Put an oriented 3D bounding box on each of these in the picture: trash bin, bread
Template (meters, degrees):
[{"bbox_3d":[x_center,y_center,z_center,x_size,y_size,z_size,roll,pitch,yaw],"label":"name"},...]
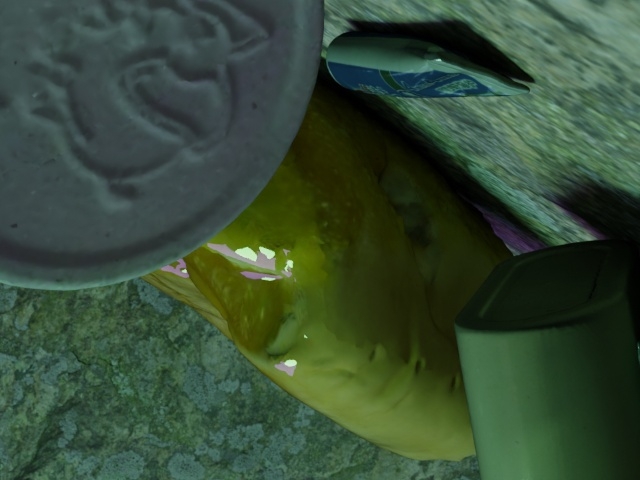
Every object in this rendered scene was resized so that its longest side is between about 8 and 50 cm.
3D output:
[{"bbox_3d":[0.169,0.141,0.706,0.121,0.247,0.243,-10,-171,21],"label":"trash bin"},{"bbox_3d":[0.000,0.000,0.999,0.361,0.250,0.394,30,173,44],"label":"bread"}]

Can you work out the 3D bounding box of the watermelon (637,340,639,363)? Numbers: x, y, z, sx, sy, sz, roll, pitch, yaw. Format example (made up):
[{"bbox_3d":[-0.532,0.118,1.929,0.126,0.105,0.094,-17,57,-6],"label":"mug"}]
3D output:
[{"bbox_3d":[0.296,0.175,0.598,0.262,0.201,0.213,26,-178,38],"label":"watermelon"}]

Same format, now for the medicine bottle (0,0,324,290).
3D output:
[{"bbox_3d":[-0.168,-0.134,0.541,0.212,0.212,0.325,35,179,-42],"label":"medicine bottle"}]

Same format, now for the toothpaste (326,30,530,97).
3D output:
[{"bbox_3d":[0.044,-0.095,0.605,0.057,0.034,0.197,17,-175,-23],"label":"toothpaste"}]
